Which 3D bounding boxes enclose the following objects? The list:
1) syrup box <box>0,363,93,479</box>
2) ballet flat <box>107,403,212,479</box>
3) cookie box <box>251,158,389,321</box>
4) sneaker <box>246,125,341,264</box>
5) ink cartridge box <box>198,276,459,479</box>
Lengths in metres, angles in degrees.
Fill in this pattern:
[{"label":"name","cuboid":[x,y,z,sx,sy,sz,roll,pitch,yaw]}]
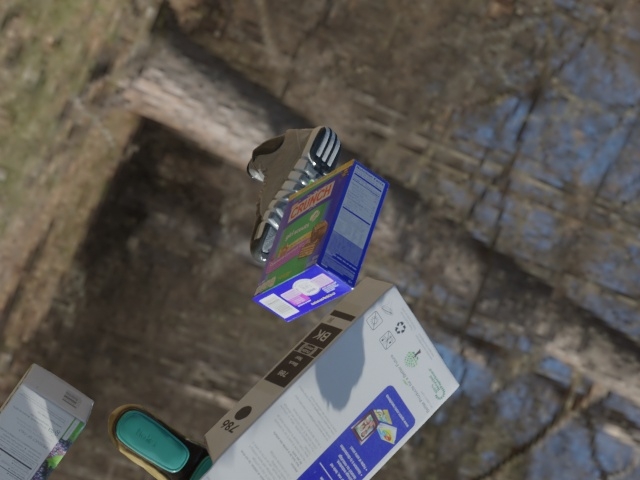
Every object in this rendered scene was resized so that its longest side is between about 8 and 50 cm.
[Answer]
[{"label":"syrup box","cuboid":[-0.385,0.278,1.847,0.237,0.096,0.093,-55,-173,7]},{"label":"ballet flat","cuboid":[-0.164,0.279,1.861,0.080,0.232,0.073,-50,-171,-14]},{"label":"cookie box","cuboid":[0.000,0.000,1.193,0.092,0.040,0.107,-29,-147,48]},{"label":"sneaker","cuboid":[-0.068,-0.069,2.206,0.132,0.086,0.229,10,-117,42]},{"label":"ink cartridge box","cuboid":[-0.006,0.209,1.658,0.332,0.165,0.065,-43,-151,-21]}]
